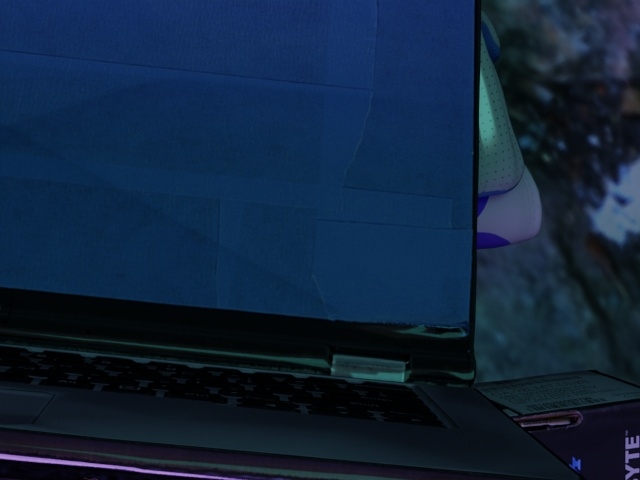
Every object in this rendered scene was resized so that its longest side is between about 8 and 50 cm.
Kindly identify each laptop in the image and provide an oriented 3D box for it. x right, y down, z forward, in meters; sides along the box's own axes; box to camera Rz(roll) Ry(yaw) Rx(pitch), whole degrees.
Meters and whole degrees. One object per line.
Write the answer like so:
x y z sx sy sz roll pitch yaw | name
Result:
-0.116 -0.060 0.712 0.382 0.408 0.236 5 91 -3 | laptop

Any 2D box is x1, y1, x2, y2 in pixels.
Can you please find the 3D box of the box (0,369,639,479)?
0.014 0.216 0.841 0.293 0.073 0.295 -5 100 -25 | box

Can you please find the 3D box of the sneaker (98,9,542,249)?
0.000 0.000 0.921 0.236 0.130 0.322 13 64 -17 | sneaker
